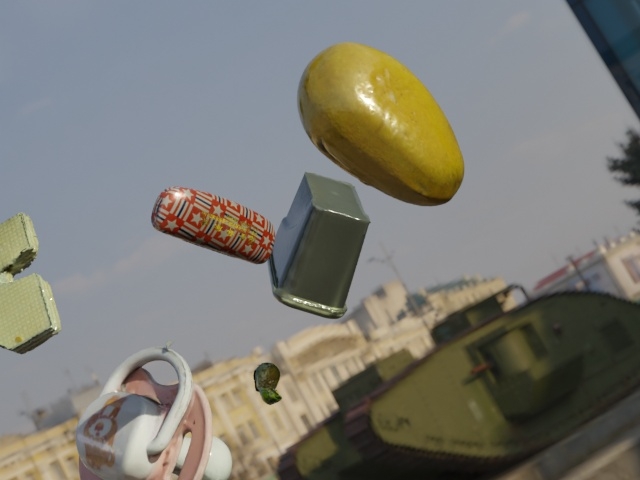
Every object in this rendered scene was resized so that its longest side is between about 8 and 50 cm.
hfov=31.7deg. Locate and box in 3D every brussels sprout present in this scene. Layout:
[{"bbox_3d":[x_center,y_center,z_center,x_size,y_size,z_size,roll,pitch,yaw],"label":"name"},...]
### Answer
[{"bbox_3d":[-0.091,0.249,1.930,0.046,0.083,0.051,11,-53,-15],"label":"brussels sprout"}]

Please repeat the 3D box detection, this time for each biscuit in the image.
[{"bbox_3d":[-0.509,0.080,1.835,0.147,0.250,0.046,-31,-34,8],"label":"biscuit"}]

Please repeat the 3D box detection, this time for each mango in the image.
[{"bbox_3d":[0.060,-0.108,1.104,0.137,0.195,0.098,-26,-16,-43],"label":"mango"}]

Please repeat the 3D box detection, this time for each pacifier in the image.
[{"bbox_3d":[-0.270,0.333,1.822,0.332,0.273,0.220,6,37,47],"label":"pacifier"}]

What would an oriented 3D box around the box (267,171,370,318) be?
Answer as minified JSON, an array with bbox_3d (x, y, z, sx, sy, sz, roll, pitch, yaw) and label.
[{"bbox_3d":[0.000,0.000,1.915,0.274,0.138,0.178,-108,36,-69],"label":"box"}]

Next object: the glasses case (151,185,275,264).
[{"bbox_3d":[-0.137,-0.022,1.524,0.194,0.073,0.049,20,-6,-40],"label":"glasses case"}]

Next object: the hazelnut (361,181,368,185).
[{"bbox_3d":[0.116,-0.152,2.340,0.086,0.086,0.086,-28,-10,-5],"label":"hazelnut"}]
